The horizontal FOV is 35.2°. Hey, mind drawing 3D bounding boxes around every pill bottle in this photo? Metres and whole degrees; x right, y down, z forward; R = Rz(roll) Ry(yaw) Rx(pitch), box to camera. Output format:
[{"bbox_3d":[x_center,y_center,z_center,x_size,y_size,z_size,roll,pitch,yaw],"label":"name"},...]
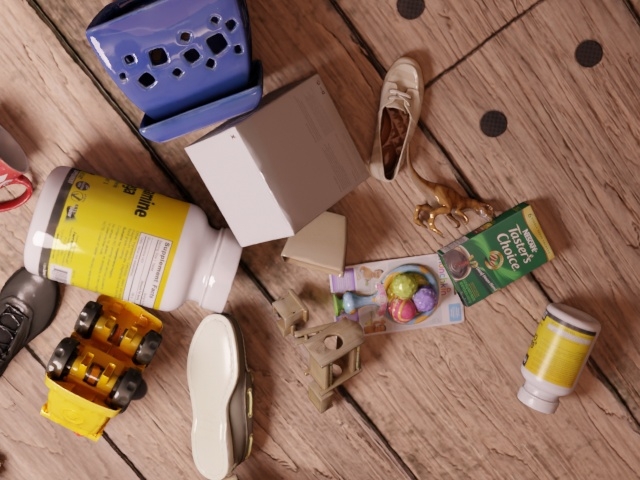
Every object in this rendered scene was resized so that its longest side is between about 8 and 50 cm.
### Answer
[{"bbox_3d":[0.422,0.212,1.812,0.103,0.103,0.184,19,102,-7],"label":"pill bottle"},{"bbox_3d":[-0.304,0.008,1.680,0.333,0.188,0.188,17,103,-8],"label":"pill bottle"}]

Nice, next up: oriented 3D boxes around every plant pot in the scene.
[{"bbox_3d":[0.000,0.000,1.733,0.109,0.109,0.096,16,83,3],"label":"plant pot"},{"bbox_3d":[-0.209,-0.295,1.592,0.235,0.236,0.212,-20,111,4],"label":"plant pot"}]

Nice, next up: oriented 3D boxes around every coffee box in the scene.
[{"bbox_3d":[0.310,0.024,1.780,0.184,0.040,0.113,-28,103,-4],"label":"coffee box"}]

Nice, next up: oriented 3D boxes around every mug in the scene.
[{"bbox_3d":[-0.577,-0.095,1.682,0.169,0.113,0.150,-35,101,9],"label":"mug"}]

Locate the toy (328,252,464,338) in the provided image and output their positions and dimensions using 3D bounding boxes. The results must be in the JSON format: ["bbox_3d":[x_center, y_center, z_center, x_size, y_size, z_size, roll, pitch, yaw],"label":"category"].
[{"bbox_3d":[0.139,0.104,1.795,0.237,0.056,0.137,-7,106,-1],"label":"toy"}]

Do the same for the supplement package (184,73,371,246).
[{"bbox_3d":[-0.067,-0.128,1.631,0.203,0.149,0.194,-38,106,-37],"label":"supplement package"}]

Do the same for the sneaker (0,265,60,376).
[{"bbox_3d":[-0.548,0.168,1.738,0.109,0.130,0.286,34,99,-8],"label":"sneaker"}]

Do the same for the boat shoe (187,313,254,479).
[{"bbox_3d":[-0.171,0.271,1.804,0.109,0.091,0.305,10,104,32],"label":"boat shoe"}]

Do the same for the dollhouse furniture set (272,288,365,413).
[{"bbox_3d":[-0.002,0.186,1.811,0.101,0.182,0.161,-29,60,-20],"label":"dollhouse furniture set"}]

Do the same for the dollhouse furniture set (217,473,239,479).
[{"bbox_3d":[-0.148,0.569,1.808,0.212,0.161,0.242,-19,125,2],"label":"dollhouse furniture set"}]

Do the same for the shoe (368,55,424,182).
[{"bbox_3d":[0.132,-0.202,1.715,0.076,0.058,0.219,10,103,-5],"label":"shoe"}]

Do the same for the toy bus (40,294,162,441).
[{"bbox_3d":[-0.386,0.237,1.754,0.149,0.220,0.211,26,134,-3],"label":"toy bus"}]

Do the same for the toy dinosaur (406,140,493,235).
[{"bbox_3d":[0.201,-0.076,1.759,0.211,0.064,0.112,28,89,-20],"label":"toy dinosaur"}]
